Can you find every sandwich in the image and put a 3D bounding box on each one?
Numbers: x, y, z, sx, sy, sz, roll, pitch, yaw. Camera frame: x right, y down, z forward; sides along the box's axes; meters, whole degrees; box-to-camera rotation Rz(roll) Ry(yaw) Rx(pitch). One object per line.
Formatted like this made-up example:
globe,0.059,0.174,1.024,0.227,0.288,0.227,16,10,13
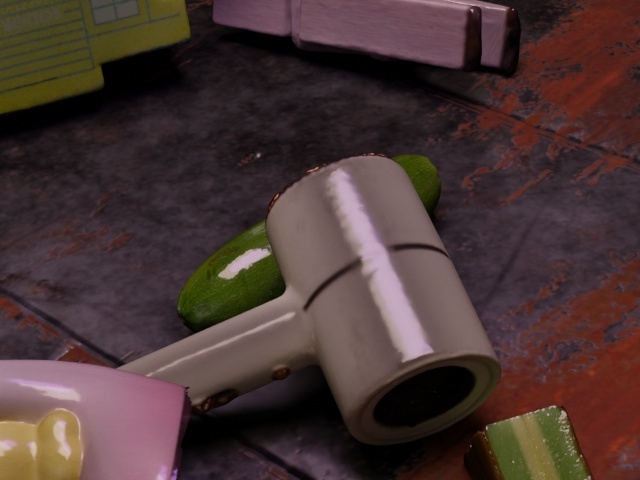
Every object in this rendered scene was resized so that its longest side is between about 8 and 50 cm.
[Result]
sandwich,0.161,0.191,1.313,0.074,0.074,0.116,-15,69,-14

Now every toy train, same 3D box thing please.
toy train,-0.328,-0.261,1.780,0.442,0.272,0.179,-16,26,-15

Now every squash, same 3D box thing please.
squash,0.001,0.000,1.535,0.292,0.082,0.082,-30,42,-30

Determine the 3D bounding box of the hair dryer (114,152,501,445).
hair dryer,-0.062,0.092,1.379,0.362,0.128,0.203,-24,60,0

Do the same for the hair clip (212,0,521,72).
hair clip,0.041,-0.232,1.847,0.331,0.085,0.101,13,25,30

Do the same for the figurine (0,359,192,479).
figurine,-0.262,0.183,1.200,0.316,0.206,0.284,13,65,-3
